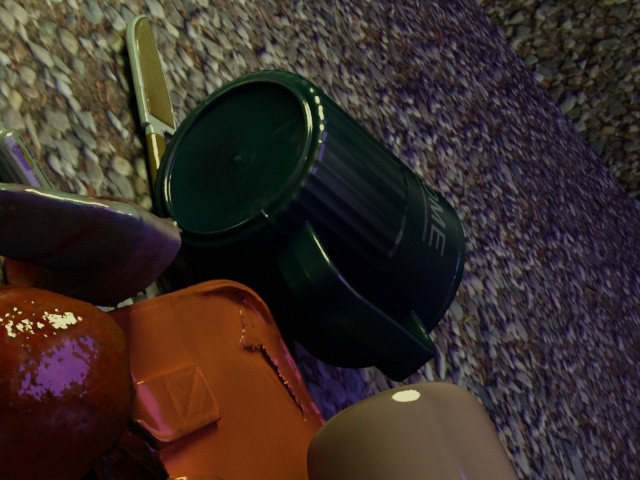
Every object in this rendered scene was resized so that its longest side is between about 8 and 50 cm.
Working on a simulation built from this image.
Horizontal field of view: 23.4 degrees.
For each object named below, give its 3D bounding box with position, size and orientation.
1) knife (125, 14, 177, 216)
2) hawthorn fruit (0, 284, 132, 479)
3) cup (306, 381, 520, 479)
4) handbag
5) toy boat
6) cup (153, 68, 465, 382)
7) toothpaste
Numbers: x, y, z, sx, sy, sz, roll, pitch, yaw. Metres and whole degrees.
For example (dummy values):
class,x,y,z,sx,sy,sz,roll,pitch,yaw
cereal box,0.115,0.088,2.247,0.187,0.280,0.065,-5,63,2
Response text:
class,x,y,z,sx,sy,sz,roll,pitch,yaw
knife,-0.191,-0.135,1.789,0.061,0.027,0.343,30,38,-49
hawthorn fruit,-0.237,0.122,1.193,0.189,0.189,0.189,45,26,-29
cup,0.110,0.256,1.420,0.253,0.191,0.200,24,40,-52
handbag,-0.072,0.244,1.444,0.410,0.116,0.303,61,23,6
toy boat,-0.269,-0.019,1.310,0.282,0.206,0.096,22,67,-35
cup,-0.015,0.002,1.700,0.292,0.242,0.308,41,44,-45
toothpaste,-0.260,-0.023,1.494,0.255,0.037,0.067,57,16,-11
